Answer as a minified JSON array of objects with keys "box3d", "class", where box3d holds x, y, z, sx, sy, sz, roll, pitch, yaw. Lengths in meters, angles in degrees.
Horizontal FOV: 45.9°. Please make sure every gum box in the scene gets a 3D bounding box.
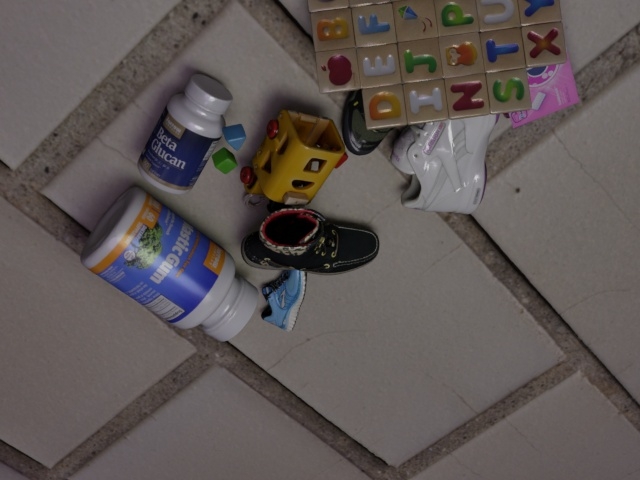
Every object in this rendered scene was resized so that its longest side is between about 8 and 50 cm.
[{"box3d":[0.311,-0.269,1.135,0.107,0.062,0.188,-22,121,9],"class":"gum box"}]

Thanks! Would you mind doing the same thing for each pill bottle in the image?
[{"box3d":[-0.237,0.049,1.234,0.272,0.152,0.152,38,112,-24],"class":"pill bottle"},{"box3d":[-0.201,-0.161,1.141,0.094,0.094,0.169,25,116,-19],"class":"pill bottle"}]

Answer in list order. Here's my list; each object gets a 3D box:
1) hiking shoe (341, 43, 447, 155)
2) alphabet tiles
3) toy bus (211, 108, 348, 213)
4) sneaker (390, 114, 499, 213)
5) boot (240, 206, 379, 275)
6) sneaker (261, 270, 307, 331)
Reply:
[{"box3d":[0.103,-0.214,1.122,0.086,0.114,0.227,24,116,-17],"class":"hiking shoe"},{"box3d":[0.157,-0.306,1.036,0.342,0.011,0.285,-7,88,1],"class":"alphabet tiles"},{"box3d":[-0.048,-0.100,1.154,0.191,0.104,0.202,-24,145,3],"class":"toy bus"},{"box3d":[0.188,-0.169,1.157,0.152,0.114,0.305,-3,122,-5],"class":"sneaker"},{"box3d":[-0.001,0.002,1.202,0.236,0.178,0.085,-1,79,-12],"class":"boot"},{"box3d":[-0.066,0.090,1.328,0.073,0.063,0.162,13,119,-7],"class":"sneaker"}]
